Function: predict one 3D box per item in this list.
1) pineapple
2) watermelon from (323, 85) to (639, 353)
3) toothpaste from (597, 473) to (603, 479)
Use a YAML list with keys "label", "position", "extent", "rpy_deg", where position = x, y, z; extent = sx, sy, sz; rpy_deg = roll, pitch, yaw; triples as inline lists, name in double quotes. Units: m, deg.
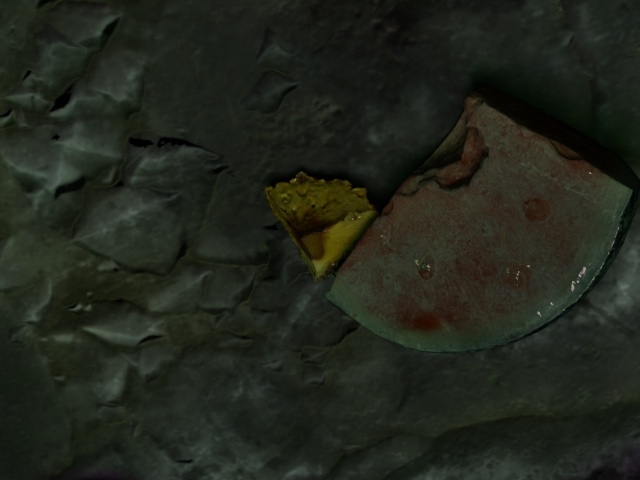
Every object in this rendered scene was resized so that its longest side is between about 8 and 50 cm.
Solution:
- label: "pineapple"
  position: [0.000, 0.000, 1.501]
  extent: [0.114, 0.077, 0.114]
  rpy_deg: [3, 128, 8]
- label: "watermelon"
  position: [0.153, -0.024, 1.463]
  extent: [0.318, 0.148, 0.226]
  rpy_deg: [-19, 94, 27]
- label: "toothpaste"
  position: [0.347, 0.385, 1.601]
  extent: [0.073, 0.114, 0.299]
  rpy_deg: [-26, 104, 28]
